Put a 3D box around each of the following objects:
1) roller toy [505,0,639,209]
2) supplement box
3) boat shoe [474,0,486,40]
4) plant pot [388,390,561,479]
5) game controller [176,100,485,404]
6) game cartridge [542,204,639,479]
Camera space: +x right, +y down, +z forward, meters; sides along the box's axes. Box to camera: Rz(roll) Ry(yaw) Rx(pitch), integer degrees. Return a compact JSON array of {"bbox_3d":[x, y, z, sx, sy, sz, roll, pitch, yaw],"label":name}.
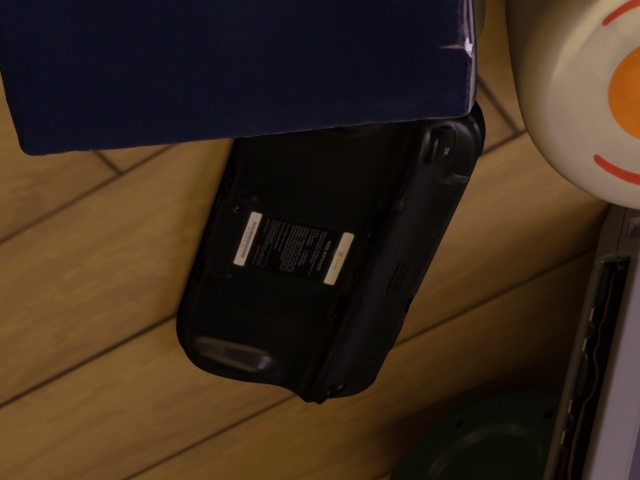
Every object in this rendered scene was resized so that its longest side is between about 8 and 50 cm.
[{"bbox_3d":[0.212,-0.129,1.001,0.209,0.146,0.191,-1,126,2],"label":"roller toy"},{"bbox_3d":[-0.048,-0.232,0.716,0.195,0.356,0.194,-6,135,-2],"label":"supplement box"},{"bbox_3d":[0.014,-0.183,0.983,0.219,0.077,0.070,32,158,-36],"label":"boat shoe"},{"bbox_3d":[0.182,0.265,1.306,0.293,0.293,0.235,-25,118,17],"label":"plant pot"},{"bbox_3d":[0.000,0.000,1.174,0.166,0.067,0.319,18,131,-4],"label":"game controller"},{"bbox_3d":[0.263,0.134,1.187,0.196,0.294,0.060,29,156,-27],"label":"game cartridge"}]
